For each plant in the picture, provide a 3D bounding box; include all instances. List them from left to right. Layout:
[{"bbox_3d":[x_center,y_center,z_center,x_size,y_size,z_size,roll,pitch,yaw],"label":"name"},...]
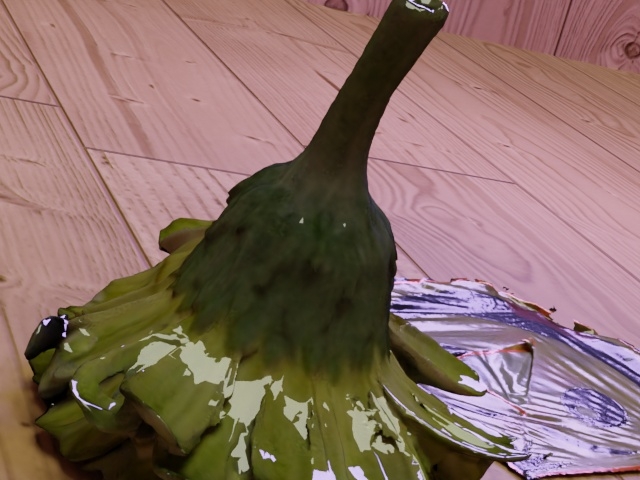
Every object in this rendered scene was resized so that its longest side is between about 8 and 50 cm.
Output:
[{"bbox_3d":[-0.038,0.029,0.846,0.261,0.297,0.306,-20,44,-11],"label":"plant"}]

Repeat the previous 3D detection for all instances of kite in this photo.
[{"bbox_3d":[0.150,0.096,1.086,0.377,0.013,0.327,19,18,5],"label":"kite"}]
